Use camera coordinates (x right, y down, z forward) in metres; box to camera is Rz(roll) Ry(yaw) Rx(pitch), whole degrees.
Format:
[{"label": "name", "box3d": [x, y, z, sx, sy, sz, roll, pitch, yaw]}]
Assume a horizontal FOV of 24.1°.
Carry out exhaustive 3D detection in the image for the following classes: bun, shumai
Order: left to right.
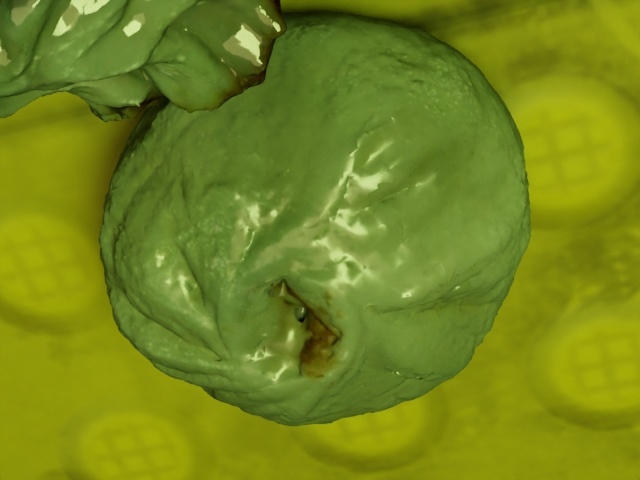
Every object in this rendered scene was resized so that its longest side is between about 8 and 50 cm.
[{"label": "shumai", "box3d": [-0.098, -0.117, 0.582, 0.184, 0.184, 0.142, -17, 143, 16]}, {"label": "bun", "box3d": [0.000, 0.000, 0.649, 0.195, 0.118, 0.195, 2, 121, 3]}]
